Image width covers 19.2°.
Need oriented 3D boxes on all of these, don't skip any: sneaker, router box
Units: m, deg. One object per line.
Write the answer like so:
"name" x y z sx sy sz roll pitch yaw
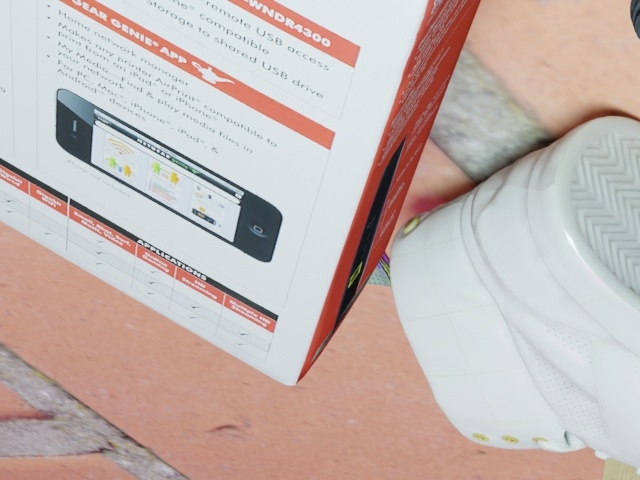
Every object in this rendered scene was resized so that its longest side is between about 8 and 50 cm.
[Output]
"sneaker" 0.160 0.075 0.854 0.292 0.108 0.169 47 148 -13
"router box" -0.112 -0.113 0.655 0.335 0.082 0.301 30 154 5

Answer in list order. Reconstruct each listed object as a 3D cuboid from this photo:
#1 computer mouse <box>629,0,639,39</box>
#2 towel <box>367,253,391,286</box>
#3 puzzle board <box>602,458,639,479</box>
"computer mouse" 0.092 -0.115 0.647 0.242 0.041 0.071 26 151 -26
"towel" 0.000 0.000 0.938 0.060 0.009 0.083 2 148 29
"puzzle board" 0.185 0.098 0.899 0.096 0.128 0.011 9 -168 22
